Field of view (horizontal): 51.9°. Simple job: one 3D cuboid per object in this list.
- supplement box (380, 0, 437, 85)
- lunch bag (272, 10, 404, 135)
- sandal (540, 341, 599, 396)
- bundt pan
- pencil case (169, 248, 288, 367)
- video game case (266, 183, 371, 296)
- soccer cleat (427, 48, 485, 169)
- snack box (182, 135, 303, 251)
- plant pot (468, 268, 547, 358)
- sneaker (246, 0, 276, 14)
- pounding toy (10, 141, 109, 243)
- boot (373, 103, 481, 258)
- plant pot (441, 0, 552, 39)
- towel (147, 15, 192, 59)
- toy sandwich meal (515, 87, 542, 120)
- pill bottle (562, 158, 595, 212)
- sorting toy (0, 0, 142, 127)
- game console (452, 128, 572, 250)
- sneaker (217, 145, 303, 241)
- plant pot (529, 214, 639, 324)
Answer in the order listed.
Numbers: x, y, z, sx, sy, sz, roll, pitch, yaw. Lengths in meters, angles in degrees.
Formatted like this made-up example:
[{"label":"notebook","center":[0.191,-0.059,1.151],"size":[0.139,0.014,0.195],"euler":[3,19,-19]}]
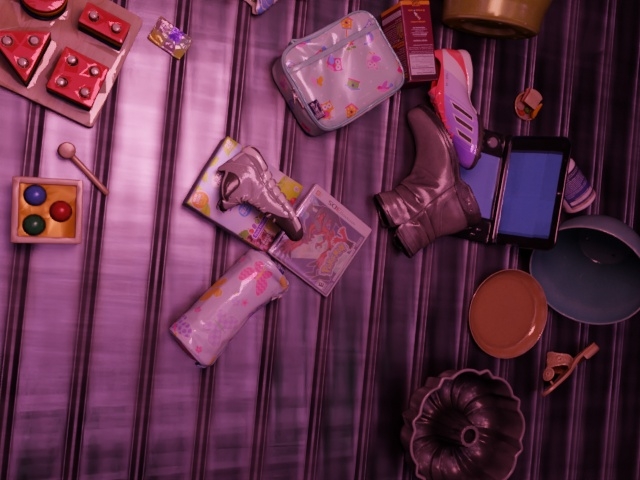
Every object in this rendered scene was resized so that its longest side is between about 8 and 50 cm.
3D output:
[{"label":"supplement box","center":[0.213,-0.467,1.579],"size":[0.081,0.104,0.188],"euler":[-9,94,-21]},{"label":"lunch bag","center":[0.038,-0.386,1.508],"size":[0.279,0.108,0.224],"euler":[-34,103,-18]},{"label":"sandal","center":[0.656,0.332,1.797],"size":[0.240,0.088,0.079],"euler":[-30,70,-26]},{"label":"bundt pan","center":[0.337,0.469,1.632],"size":[0.331,0.124,0.330],"euler":[-1,92,-22]},{"label":"pencil case","center":[-0.195,0.144,1.421],"size":[0.273,0.113,0.124],"euler":[-44,120,-16]},{"label":"video game case","center":[0.000,0.000,1.545],"size":[0.183,0.023,0.201],"euler":[39,77,-18]},{"label":"soccer cleat","center":[0.320,-0.322,1.605],"size":[0.116,0.108,0.318],"euler":[0,75,-16]},{"label":"snack box","center":[-0.170,-0.099,1.450],"size":[0.207,0.070,0.174],"euler":[32,80,-18]},{"label":"plant pot","center":[0.488,0.191,1.729],"size":[0.236,0.032,0.236],"euler":[-1,95,-17]},{"label":"sneaker","center":[-0.183,-0.584,1.433],"size":[0.211,0.080,0.081],"euler":[37,75,-17]},{"label":"pounding toy","center":[-0.510,-0.096,1.302],"size":[0.181,0.094,0.206],"euler":[2,91,-22]},{"label":"boot","center":[0.225,-0.145,1.585],"size":[0.223,0.118,0.338],"euler":[-23,84,-3]},{"label":"plant pot","center":[0.438,-0.679,1.564],"size":[0.367,0.366,0.353],"euler":[6,101,-22]},{"label":"towel","center":[-0.324,-0.436,1.416],"size":[0.083,0.009,0.060],"euler":[35,78,-18]},{"label":"toy sandwich meal","center":[0.559,-0.363,1.759],"size":[0.086,0.029,0.085],"euler":[0,91,-22]},{"label":"pill bottle","center":[0.655,-0.164,1.765],"size":[0.094,0.094,0.169],"euler":[-45,106,-15]},{"label":"sorting toy","center":[-0.519,-0.397,1.297],"size":[0.255,0.089,0.257],"euler":[25,82,-20]},{"label":"game console","center":[0.456,-0.139,1.645],"size":[0.250,0.173,0.293],"euler":[12,86,-22]},{"label":"sneaker","center":[-0.142,-0.074,1.388],"size":[0.132,0.086,0.228],"euler":[-32,92,-13]},{"label":"plant pot","center":[0.723,0.047,1.723],"size":[0.195,0.290,0.290],"euler":[-41,106,-44]}]
